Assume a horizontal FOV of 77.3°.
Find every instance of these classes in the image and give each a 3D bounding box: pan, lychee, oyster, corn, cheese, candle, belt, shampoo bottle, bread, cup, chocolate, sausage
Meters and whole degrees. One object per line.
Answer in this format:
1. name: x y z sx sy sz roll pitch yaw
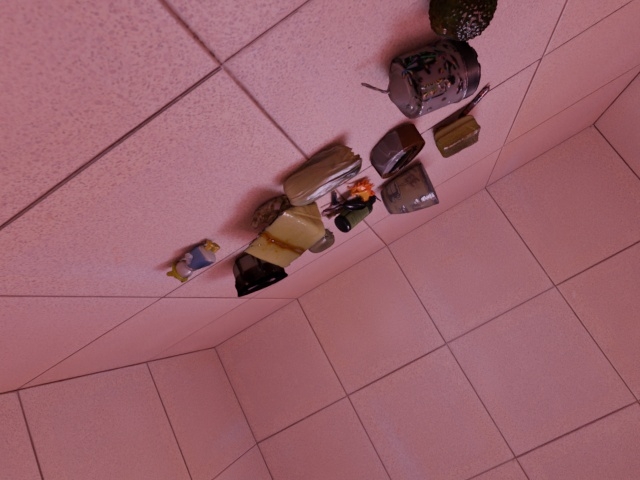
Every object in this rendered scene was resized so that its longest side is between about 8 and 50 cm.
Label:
1. pan: 0.116 -0.165 1.935 0.213 0.040 0.115 -6 167 -2
2. lychee: 0.344 -0.566 0.949 0.171 0.171 0.171 -27 165 -8
3. oyster: -0.202 -0.102 1.615 0.191 0.081 0.163 -34 169 30
4. corn: 0.007 -0.237 1.453 0.305 0.123 0.122 -33 163 12
5. cheese: 0.000 0.000 2.280 0.176 0.091 0.202 -30 165 -2
6. candle: 0.281 -0.452 1.146 0.331 0.187 0.187 -24 164 -10
7. belt: 0.309 -0.360 1.642 0.184 0.105 0.261 -25 168 -24
8. shampoo bottle: 0.197 -0.154 2.064 0.284 0.101 0.101 -40 171 -27
9. bread: -0.176 -0.058 1.700 0.346 0.241 0.405 -34 147 24
10. cup: 0.456 -0.266 2.103 0.257 0.227 0.301 -21 -162 20
11. bread: 0.606 -0.466 1.795 0.184 0.110 0.234 -28 171 16
12. chocolate: -0.322 0.150 2.010 0.284 0.186 0.283 -25 174 -3
13. sausage: 0.642 -0.576 1.680 0.029 0.025 0.198 15 148 -15

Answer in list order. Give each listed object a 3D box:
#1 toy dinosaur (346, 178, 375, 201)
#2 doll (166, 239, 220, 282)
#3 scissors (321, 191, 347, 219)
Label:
1. toy dinosaur: 0.202 -0.241 1.895 0.117 0.070 0.288 -27 161 14
2. doll: -0.519 0.091 1.634 0.241 0.098 0.135 -31 -172 11
3. scissors: 0.074 -0.176 1.964 0.160 0.024 0.317 -26 165 -4
